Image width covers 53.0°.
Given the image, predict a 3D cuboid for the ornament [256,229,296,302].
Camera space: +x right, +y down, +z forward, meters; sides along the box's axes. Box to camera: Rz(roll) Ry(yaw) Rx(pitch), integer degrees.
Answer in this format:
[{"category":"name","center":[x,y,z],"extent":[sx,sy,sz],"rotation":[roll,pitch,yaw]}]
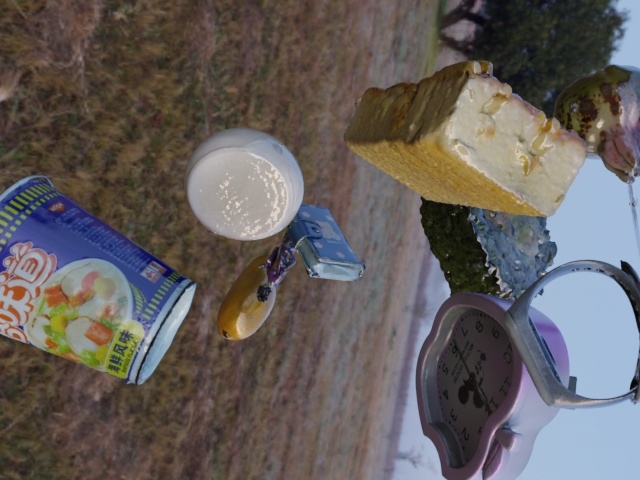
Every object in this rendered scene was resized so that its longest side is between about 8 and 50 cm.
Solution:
[{"category":"ornament","center":[-0.104,0.055,1.548],"extent":[0.203,0.081,0.088],"rotation":[-54,152,-17]}]

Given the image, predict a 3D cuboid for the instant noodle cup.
[{"category":"instant noodle cup","center":[-0.387,0.085,1.054],"extent":[0.284,0.312,0.284],"rotation":[-63,-179,2]}]

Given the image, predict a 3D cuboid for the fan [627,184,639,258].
[{"category":"fan","center":[0.606,-0.072,1.247],"extent":[0.415,0.012,0.233],"rotation":[-2,86,-62]}]

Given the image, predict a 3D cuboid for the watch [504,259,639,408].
[{"category":"watch","center":[0.372,0.132,0.888],"extent":[0.068,0.193,0.206],"rotation":[48,19,-66]}]

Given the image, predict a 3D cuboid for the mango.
[{"category":"mango","center":[-0.200,0.167,1.834],"extent":[0.177,0.120,0.295],"rotation":[-35,-163,36]}]

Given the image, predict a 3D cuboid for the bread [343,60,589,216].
[{"category":"bread","center":[0.160,-0.121,0.786],"extent":[0.114,0.185,0.275],"rotation":[-62,-160,-4]}]

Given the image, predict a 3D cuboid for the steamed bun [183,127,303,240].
[{"category":"steamed bun","center":[-0.147,-0.118,1.264],"extent":[0.145,0.232,0.231],"rotation":[-86,-179,-57]}]

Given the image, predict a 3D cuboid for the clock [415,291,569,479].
[{"category":"clock","center":[0.294,0.256,1.137],"extent":[0.338,0.102,0.338],"rotation":[-170,-90,-71]}]

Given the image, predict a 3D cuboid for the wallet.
[{"category":"wallet","center":[0.000,0.000,1.386],"extent":[0.059,0.141,0.202],"rotation":[-61,-140,31]}]

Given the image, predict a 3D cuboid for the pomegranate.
[{"category":"pomegranate","center":[0.378,-0.156,0.830],"extent":[0.163,0.138,0.125],"rotation":[-81,158,-59]}]

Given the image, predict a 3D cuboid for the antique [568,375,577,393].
[{"category":"antique","center":[0.492,0.349,1.530],"extent":[0.081,0.221,0.080],"rotation":[150,-52,-74]}]

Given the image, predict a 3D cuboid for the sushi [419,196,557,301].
[{"category":"sushi","center":[0.415,-0.018,1.555],"extent":[0.294,0.178,0.351],"rotation":[-38,105,-36]}]
